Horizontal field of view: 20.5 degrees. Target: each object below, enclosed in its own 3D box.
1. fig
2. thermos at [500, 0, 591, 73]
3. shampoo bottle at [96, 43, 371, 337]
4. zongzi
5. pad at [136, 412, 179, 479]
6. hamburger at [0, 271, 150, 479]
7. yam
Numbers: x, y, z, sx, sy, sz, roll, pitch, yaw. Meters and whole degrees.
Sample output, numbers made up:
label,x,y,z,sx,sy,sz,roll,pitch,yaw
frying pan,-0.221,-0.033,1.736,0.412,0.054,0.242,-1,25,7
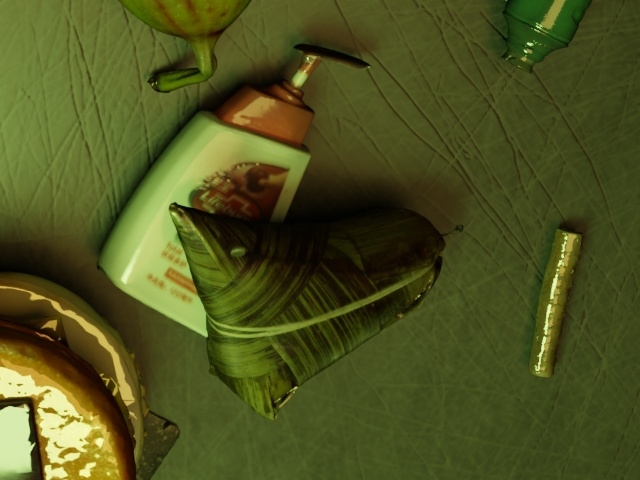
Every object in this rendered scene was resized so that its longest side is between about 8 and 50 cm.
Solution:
label,x,y,z,sx,sy,sz,roll,pitch,yaw
fig,-0.113,-0.219,1.458,0.148,0.142,0.186,-11,98,17
thermos,0.214,-0.240,1.573,0.083,0.073,0.187,23,100,-24
shampoo bottle,-0.067,-0.056,1.557,0.153,0.071,0.284,30,98,-30
zongzi,0.000,0.000,1.507,0.248,0.111,0.241,-34,138,-18
pad,-0.318,0.185,1.605,0.330,0.004,0.220,33,97,-21
hamburger,-0.281,0.170,1.486,0.291,0.225,0.291,-2,106,-6
yam,0.223,0.059,1.692,0.032,0.032,0.145,5,104,-16
